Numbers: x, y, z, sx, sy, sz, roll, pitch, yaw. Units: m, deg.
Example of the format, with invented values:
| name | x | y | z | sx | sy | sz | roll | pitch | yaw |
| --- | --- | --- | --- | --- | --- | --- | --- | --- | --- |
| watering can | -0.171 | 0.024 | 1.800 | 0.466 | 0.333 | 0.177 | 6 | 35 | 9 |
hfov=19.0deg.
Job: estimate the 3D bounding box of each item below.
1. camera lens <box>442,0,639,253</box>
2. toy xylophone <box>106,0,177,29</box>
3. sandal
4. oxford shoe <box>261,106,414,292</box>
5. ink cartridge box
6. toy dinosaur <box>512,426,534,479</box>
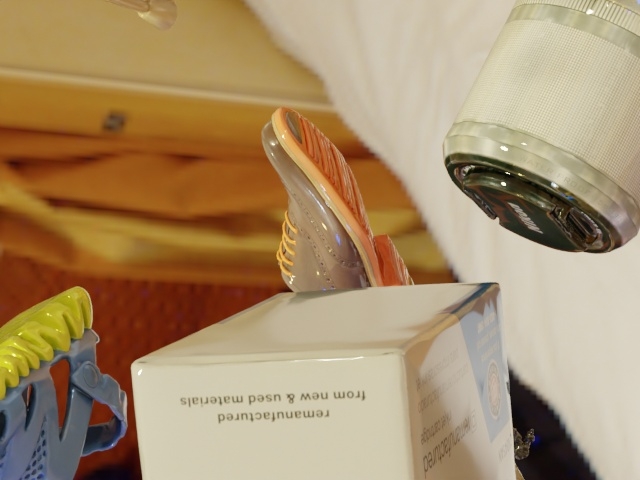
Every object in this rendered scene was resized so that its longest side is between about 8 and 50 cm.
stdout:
| name | x | y | z | sx | sy | sz | roll | pitch | yaw |
| --- | --- | --- | --- | --- | --- | --- | --- | --- | --- |
| camera lens | 0.269 | -0.140 | 1.965 | 0.219 | 0.219 | 0.274 | 5 | 65 | 61 |
| toy xylophone | -0.175 | -0.319 | 1.615 | 0.081 | 0.322 | 0.236 | 29 | 95 | 42 |
| sandal | -0.245 | 0.153 | 1.547 | 0.126 | 0.317 | 0.138 | -26 | 100 | 30 |
| oxford shoe | 0.000 | 0.000 | 2.252 | 0.132 | 0.364 | 0.130 | -23 | 36 | 10 |
| ink cartridge box | 0.025 | 0.240 | 1.169 | 0.166 | 0.285 | 0.395 | -3 | 96 | 16 |
| toy dinosaur | 0.172 | 0.207 | 1.861 | 0.268 | 0.064 | 0.118 | 63 | 173 | -28 |
